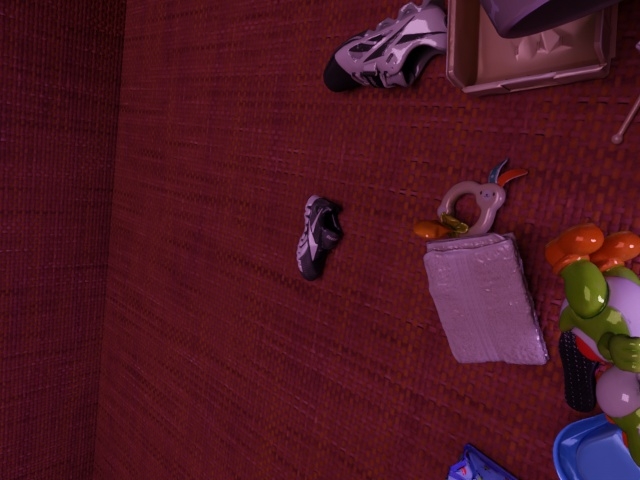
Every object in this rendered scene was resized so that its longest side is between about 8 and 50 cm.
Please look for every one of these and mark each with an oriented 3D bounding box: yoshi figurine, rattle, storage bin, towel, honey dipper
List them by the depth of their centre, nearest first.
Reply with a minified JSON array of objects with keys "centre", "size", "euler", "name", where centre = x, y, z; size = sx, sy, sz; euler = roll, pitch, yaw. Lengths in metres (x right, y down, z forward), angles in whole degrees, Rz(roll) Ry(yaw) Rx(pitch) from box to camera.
[{"centre":[0.478,0.143,0.679],"size":[0.204,0.203,0.361],"euler":[-16,62,18],"name":"yoshi figurine"},{"centre":[0.533,-0.237,0.777],"size":[0.030,0.031,0.160],"euler":[39,119,34],"name":"honey dipper"},{"centre":[0.378,-0.417,0.846],"size":[0.263,0.123,0.260],"euler":[4,94,41],"name":"storage bin"},{"centre":[0.317,0.121,0.911],"size":[0.187,0.049,0.281],"euler":[-11,105,42],"name":"towel"},{"centre":[0.292,-0.087,0.929],"size":[0.199,0.143,0.130],"euler":[-45,38,43],"name":"rattle"}]

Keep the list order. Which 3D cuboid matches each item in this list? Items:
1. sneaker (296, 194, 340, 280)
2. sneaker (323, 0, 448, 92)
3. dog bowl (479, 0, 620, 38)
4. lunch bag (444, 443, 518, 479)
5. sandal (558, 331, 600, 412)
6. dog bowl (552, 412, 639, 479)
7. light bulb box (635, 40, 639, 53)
[{"centre":[0.000,0.000,1.231],"size":[0.106,0.078,0.234],"euler":[14,99,43],"name":"sneaker"},{"centre":[0.141,-0.400,1.061],"size":[0.331,0.123,0.146],"euler":[-21,75,41],"name":"sneaker"},{"centre":[0.363,-0.366,0.574],"size":[0.349,0.349,0.102],"euler":[-15,98,41],"name":"dog bowl"},{"centre":[0.365,0.589,0.902],"size":[0.294,0.138,0.220],"euler":[24,105,29],"name":"lunch bag"},{"centre":[0.473,0.224,0.845],"size":[0.067,0.040,0.179],"euler":[10,113,47],"name":"sandal"},{"centre":[0.538,0.341,0.760],"size":[0.297,0.074,0.165],"euler":[-44,63,35],"name":"dog bowl"},{"centre":[0.598,-0.166,0.496],"size":[0.357,0.361,0.225],"euler":[53,123,28],"name":"light bulb box"}]
